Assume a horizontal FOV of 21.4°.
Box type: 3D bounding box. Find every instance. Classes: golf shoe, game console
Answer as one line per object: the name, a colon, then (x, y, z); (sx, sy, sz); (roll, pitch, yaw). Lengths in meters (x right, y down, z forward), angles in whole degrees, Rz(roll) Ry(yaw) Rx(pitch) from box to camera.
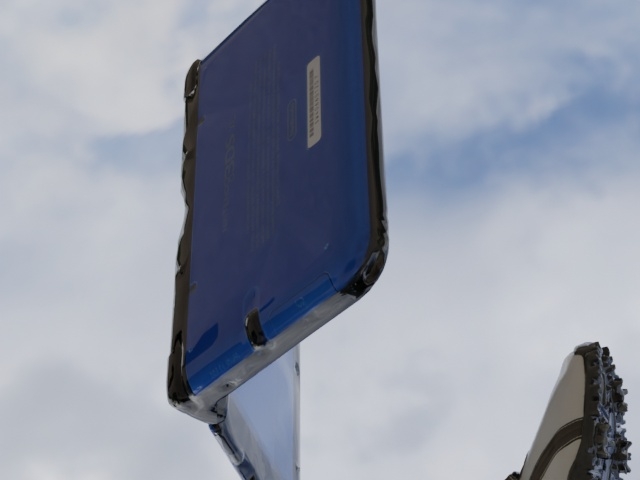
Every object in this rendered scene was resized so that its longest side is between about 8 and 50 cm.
golf shoe: (0.103, 0.144, 0.860); (0.094, 0.077, 0.198); (6, -104, 25)
game console: (0.000, 0.000, 1.088); (0.250, 0.173, 0.293); (-37, -142, 34)
